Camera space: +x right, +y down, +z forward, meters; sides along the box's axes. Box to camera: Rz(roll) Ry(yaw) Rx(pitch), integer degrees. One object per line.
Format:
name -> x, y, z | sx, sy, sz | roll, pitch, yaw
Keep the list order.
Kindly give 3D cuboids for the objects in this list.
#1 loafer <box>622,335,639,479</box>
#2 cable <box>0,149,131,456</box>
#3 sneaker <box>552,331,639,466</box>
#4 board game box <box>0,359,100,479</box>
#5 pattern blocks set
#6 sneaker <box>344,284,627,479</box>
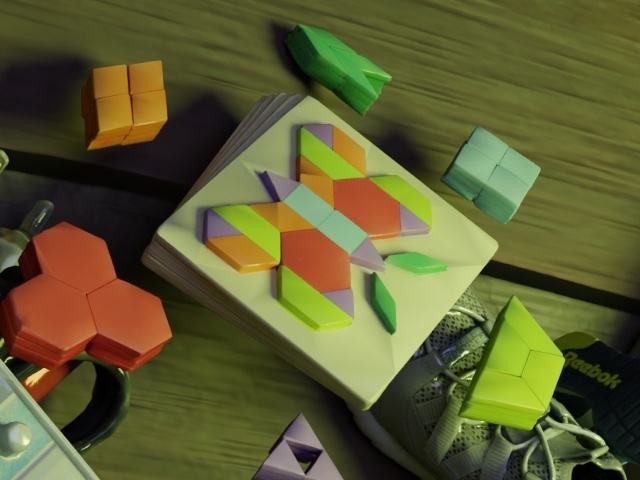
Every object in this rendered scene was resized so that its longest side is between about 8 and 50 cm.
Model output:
loafer -> 0.293, 0.052, 1.195 | 0.134, 0.130, 0.366 | 43, 58, -14
cable -> -0.202, 0.096, 0.930 | 0.287, 0.072, 0.139 | -46, 113, -21
sneaker -> 0.171, 0.099, 1.105 | 0.053, 0.144, 0.059 | -33, 116, -9
board game box -> -0.226, 0.178, 0.743 | 0.390, 0.050, 0.390 | 52, 53, -8
pattern blocks set -> 0.000, 0.000, 1.007 | 0.285, 0.026, 0.325 | 29, 39, -8
sneaker -> 0.111, 0.106, 1.070 | 0.105, 0.115, 0.281 | -37, 95, -35
